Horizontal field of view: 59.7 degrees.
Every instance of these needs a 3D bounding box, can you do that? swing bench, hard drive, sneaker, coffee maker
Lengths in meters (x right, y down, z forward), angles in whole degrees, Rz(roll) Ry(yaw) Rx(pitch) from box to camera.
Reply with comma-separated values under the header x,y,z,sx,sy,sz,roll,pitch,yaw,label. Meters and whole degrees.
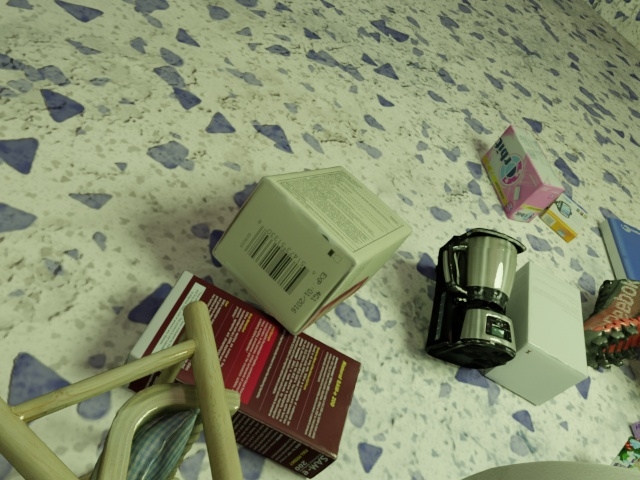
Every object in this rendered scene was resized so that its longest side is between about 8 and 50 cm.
x,y,z,sx,sy,sz,roll,pitch,yaw,label
-0.129,0.229,0.397,0.165,0.253,0.254,-17,63,-40,swing bench
0.724,0.106,1.189,0.210,0.040,0.318,23,44,-12,hard drive
0.531,0.140,1.003,0.276,0.097,0.135,-16,39,-24,sneaker
0.225,0.096,0.828,0.120,0.171,0.178,11,66,6,coffee maker

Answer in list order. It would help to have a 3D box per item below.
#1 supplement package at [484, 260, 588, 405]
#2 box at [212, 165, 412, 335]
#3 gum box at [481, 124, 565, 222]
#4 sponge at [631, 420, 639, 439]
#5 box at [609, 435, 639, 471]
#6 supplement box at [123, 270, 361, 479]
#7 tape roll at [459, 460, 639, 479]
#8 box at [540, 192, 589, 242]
x,y,z,sx,sy,sz,roll,pitch,yaw,label
0.333,0.141,0.868,0.105,0.105,0.179,31,42,-5,supplement package
0.000,0.000,0.724,0.148,0.127,0.232,43,23,12,box
0.419,-0.145,1.176,0.062,0.107,0.188,10,48,-25,gum box
0.606,0.359,0.897,0.210,0.031,0.117,13,47,-21,sponge
0.454,0.365,0.626,0.201,0.057,0.293,-30,30,-31,box
-0.083,0.149,0.629,0.239,0.073,0.130,29,43,-5,supplement box
0.254,0.341,0.435,0.392,0.392,0.072,40,42,6,tape roll
0.543,-0.054,1.232,0.081,0.028,0.136,45,41,11,box
